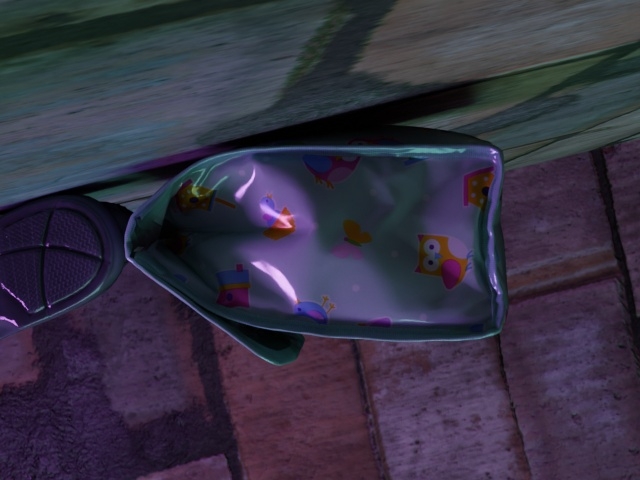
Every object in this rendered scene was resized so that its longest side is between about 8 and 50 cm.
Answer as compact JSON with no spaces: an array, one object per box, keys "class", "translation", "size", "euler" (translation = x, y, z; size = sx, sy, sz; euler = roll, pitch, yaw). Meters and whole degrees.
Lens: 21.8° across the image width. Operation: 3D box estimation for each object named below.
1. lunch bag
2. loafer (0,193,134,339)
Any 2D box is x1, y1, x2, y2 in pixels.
[{"class":"lunch bag","translation":[0.000,0.000,1.186],"size":[0.262,0.160,0.223],"euler":[-3,-177,4]},{"class":"loafer","translation":[-0.267,0.039,1.229],"size":[0.303,0.109,0.095],"euler":[-17,-178,18]}]
